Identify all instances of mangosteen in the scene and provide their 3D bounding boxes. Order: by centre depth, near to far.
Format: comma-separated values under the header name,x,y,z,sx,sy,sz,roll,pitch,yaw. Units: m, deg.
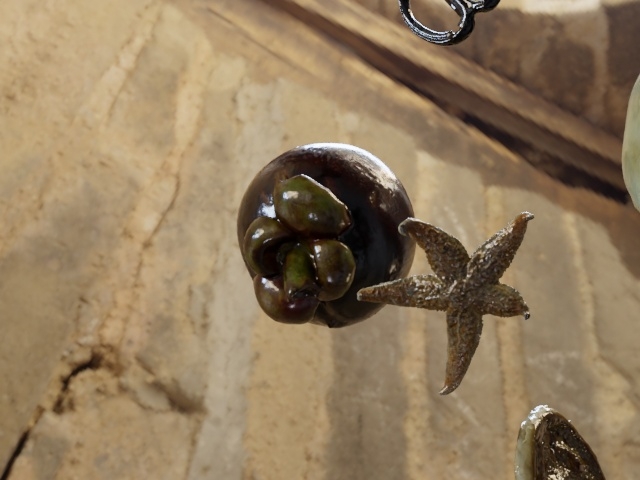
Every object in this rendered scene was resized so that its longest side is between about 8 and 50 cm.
name,x,y,z,sx,sy,sz,roll,pitch,yaw
mangosteen,0.000,0.000,1.850,0.307,0.307,0.347,42,-154,5

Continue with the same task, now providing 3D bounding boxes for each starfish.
name,x,y,z,sx,sy,sz,roll,pitch,yaw
starfish,0.173,0.072,1.569,0.231,0.295,0.048,19,-155,2

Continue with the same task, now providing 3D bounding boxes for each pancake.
name,x,y,z,sx,sy,sz,roll,pitch,yaw
pancake,0.237,0.238,1.117,0.158,0.028,0.158,24,-124,-41

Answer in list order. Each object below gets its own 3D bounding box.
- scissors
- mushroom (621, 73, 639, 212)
name,x,y,z,sx,sy,sz,roll,pitch,yaw
scissors,0.070,-0.311,1.118,0.022,0.109,0.300,7,-139,-54
mushroom,0.376,-0.076,1.099,0.189,0.164,0.267,-12,-105,-21
